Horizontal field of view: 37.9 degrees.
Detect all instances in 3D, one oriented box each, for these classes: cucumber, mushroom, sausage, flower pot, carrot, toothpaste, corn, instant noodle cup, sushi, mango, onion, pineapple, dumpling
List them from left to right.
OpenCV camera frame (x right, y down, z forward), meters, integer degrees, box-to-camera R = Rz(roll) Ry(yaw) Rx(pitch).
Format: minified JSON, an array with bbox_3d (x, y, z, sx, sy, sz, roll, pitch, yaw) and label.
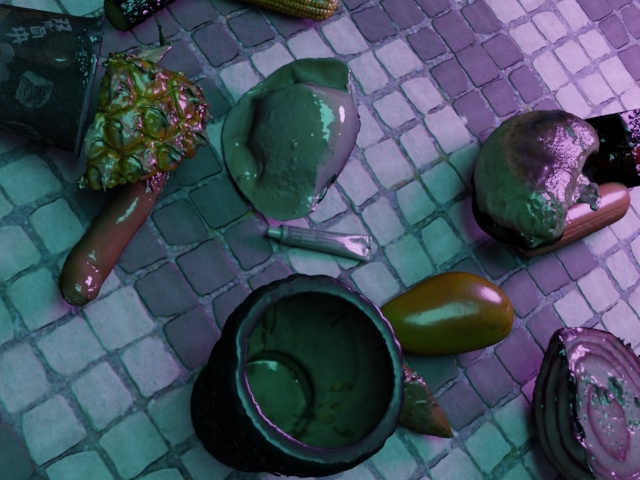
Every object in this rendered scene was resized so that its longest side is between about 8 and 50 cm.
[{"bbox_3d":[-0.430,-0.245,1.350,0.207,0.217,0.217,11,64,-14],"label":"instant noodle cup"},{"bbox_3d":[-0.305,-0.026,1.391,0.078,0.078,0.304,31,58,-11],"label":"sausage"},{"bbox_3d":[-0.240,-0.210,1.391,0.161,0.158,0.334,7,30,9],"label":"pineapple"},{"bbox_3d":[-0.235,-0.453,1.585,0.293,0.067,0.067,-40,90,-21],"label":"cucumber"},{"bbox_3d":[-0.076,-0.454,1.683,0.238,0.080,0.080,13,64,-18],"label":"corn"},{"bbox_3d":[-0.053,0.208,1.301,0.266,0.267,0.267,11,64,-24],"label":"flower pot"},{"bbox_3d":[-0.055,-0.180,1.543,0.226,0.175,0.243,14,44,12],"label":"dumpling"},{"bbox_3d":[0.000,0.000,1.557,0.197,0.029,0.048,10,68,-25],"label":"toothpaste"},{"bbox_3d":[0.117,0.234,1.487,0.263,0.102,0.102,43,57,-12],"label":"carrot"},{"bbox_3d":[0.204,0.122,1.557,0.253,0.113,0.138,-5,75,-20],"label":"mango"},{"bbox_3d":[0.401,-0.132,1.696,0.247,0.130,0.344,22,49,28],"label":"mushroom"},{"bbox_3d":[0.483,-0.043,1.777,0.289,0.086,0.086,-20,79,-30],"label":"sausage"},{"bbox_3d":[0.482,0.317,1.602,0.280,0.146,0.314,12,55,-36],"label":"onion"},{"bbox_3d":[0.609,-0.182,1.864,0.172,0.153,0.150,-20,100,-62],"label":"sushi"}]
